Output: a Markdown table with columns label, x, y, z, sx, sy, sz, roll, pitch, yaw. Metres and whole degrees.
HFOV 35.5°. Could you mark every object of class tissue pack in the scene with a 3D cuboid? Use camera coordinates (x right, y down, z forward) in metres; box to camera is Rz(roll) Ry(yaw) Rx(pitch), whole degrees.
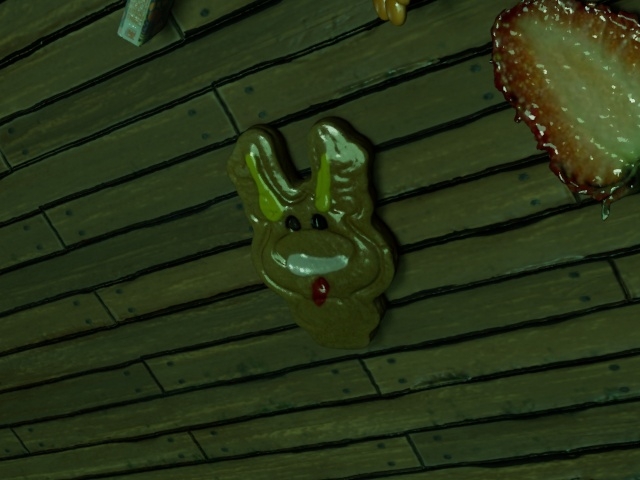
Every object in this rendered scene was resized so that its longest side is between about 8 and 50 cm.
| label | x | y | z | sx | sy | sz | roll | pitch | yaw |
| --- | --- | --- | --- | --- | --- | --- | --- | --- | --- |
| tissue pack | -0.175 | -0.249 | 1.033 | 0.035 | 0.063 | 0.083 | 31 | 128 | 0 |

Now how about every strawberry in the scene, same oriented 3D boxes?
| label | x | y | z | sx | sy | sz | roll | pitch | yaw |
| --- | --- | --- | --- | --- | --- | --- | --- | --- | --- |
| strawberry | 0.259 | -0.138 | 0.905 | 0.167 | 0.087 | 0.208 | -32 | 79 | 17 |

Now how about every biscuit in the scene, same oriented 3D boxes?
| label | x | y | z | sx | sy | sz | roll | pitch | yaw |
| --- | --- | --- | --- | --- | --- | --- | --- | --- | --- |
| biscuit | -0.001 | 0.002 | 1.135 | 0.186 | 0.044 | 0.295 | -3 | 120 | 29 |

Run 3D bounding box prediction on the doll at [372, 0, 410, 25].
| label | x | y | z | sx | sy | sz | roll | pitch | yaw |
| --- | --- | --- | --- | --- | --- | --- | --- | --- | --- |
| doll | 0.032 | -0.292 | 0.867 | 0.135 | 0.143 | 0.220 | -23 | 114 | -7 |
